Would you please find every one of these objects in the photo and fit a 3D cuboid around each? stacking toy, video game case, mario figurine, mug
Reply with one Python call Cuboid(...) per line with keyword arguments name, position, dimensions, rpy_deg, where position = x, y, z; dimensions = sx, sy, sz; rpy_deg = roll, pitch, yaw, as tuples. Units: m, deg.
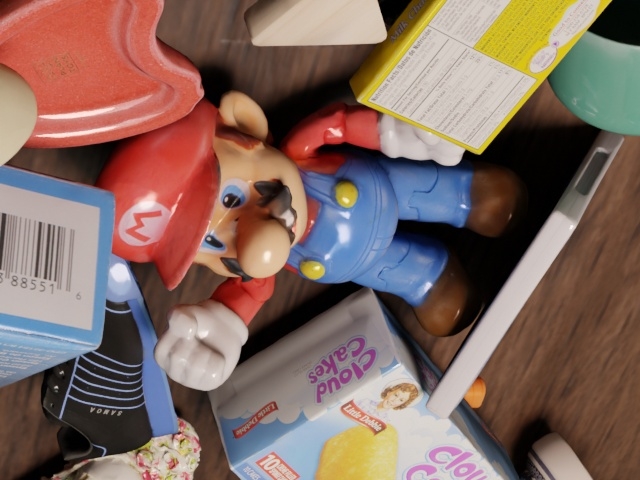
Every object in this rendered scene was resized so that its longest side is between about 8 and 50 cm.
Cuboid(name="stacking toy", position=(-0.105, -0.195, 0.851), dimensions=(0.280, 0.130, 0.309), rpy_deg=(-15, 152, -6))
Cuboid(name="video game case", position=(0.151, 0.022, 1.162), dimensions=(0.022, 0.173, 0.190), rpy_deg=(33, 122, 6))
Cuboid(name="mario figurine", position=(0.000, 0.000, 1.046), dimensions=(0.321, 0.198, 0.170), rpy_deg=(8, 168, -37))
Cuboid(name="mug", position=(0.224, -0.135, 1.054), dimensions=(0.158, 0.129, 0.097), rpy_deg=(-14, 138, -11))

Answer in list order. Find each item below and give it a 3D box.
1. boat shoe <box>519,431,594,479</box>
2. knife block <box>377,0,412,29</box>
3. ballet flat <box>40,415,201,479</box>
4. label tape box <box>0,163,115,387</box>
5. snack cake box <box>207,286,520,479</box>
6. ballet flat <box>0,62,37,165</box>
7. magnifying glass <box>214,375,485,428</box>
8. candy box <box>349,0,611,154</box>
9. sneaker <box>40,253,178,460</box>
Cuboid(name="boat shoe", position=(0.200, 0.316, 1.466), dimensions=(0.158, 0.127, 0.340), rpy_deg=(-29, 137, -6))
Cuboid(name="knife block", position=(0.144, -0.223, 0.968), dimensions=(0.276, 0.088, 0.242), rpy_deg=(-6, 134, -19))
Cuboid(name="ballet flat", position=(-0.197, 0.220, 1.235), dimensions=(0.241, 0.077, 0.091), rpy_deg=(-35, 95, 10))
Cuboid(name="label tape box", position=(-0.313, 0.033, 0.975), dimensions=(0.241, 0.105, 0.334), rpy_deg=(15, 157, -33))
Cuboid(name="snack cake box", position=(0.045, 0.168, 1.260), dimensions=(0.152, 0.089, 0.264), rpy_deg=(-31, 135, 10))
Cuboid(name="ballet flat", position=(-0.249, -0.049, 0.765), dimensions=(0.248, 0.086, 0.086), rpy_deg=(-20, 138, -25))
Cuboid(name="magnifying glass", position=(0.025, 0.130, 1.294), dimensions=(0.231, 0.026, 0.092), rpy_deg=(-2, 132, -22))
Cuboid(name="candy box", position=(0.117, -0.146, 0.945), dimensions=(0.105, 0.027, 0.206), rpy_deg=(22, 120, -34))
Cuboid(name="sneaker", position=(-0.163, 0.077, 1.125), dimensions=(0.091, 0.081, 0.232), rpy_deg=(-20, 136, -11))
